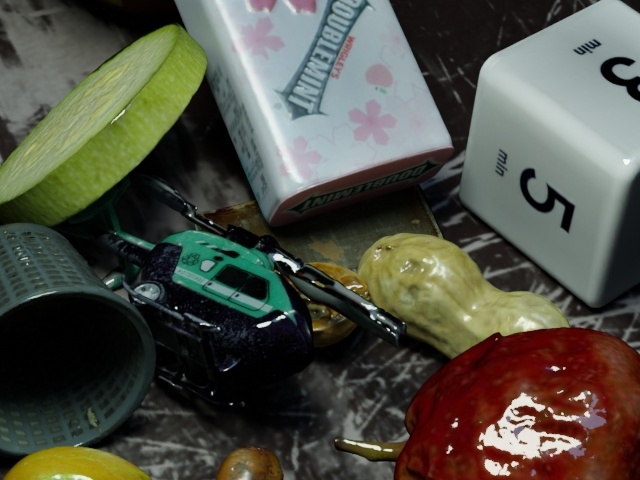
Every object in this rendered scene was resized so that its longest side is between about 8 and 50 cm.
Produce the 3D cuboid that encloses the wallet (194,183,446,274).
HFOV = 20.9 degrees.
[{"bbox_3d":[0.000,0.000,1.667,0.232,0.031,0.122,-12,51,-15],"label":"wallet"}]

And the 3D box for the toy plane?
[{"bbox_3d":[-0.114,0.034,1.535,0.382,0.106,0.155,23,50,37],"label":"toy plane"}]

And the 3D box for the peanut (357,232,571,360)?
[{"bbox_3d":[0.131,0.064,1.563,0.229,0.103,0.098,29,92,25],"label":"peanut"}]

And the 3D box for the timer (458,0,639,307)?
[{"bbox_3d":[0.273,-0.087,1.668,0.192,0.194,0.195,-28,54,-30],"label":"timer"}]

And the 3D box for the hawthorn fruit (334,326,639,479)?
[{"bbox_3d":[0.143,0.185,1.386,0.266,0.210,0.230,0,57,13],"label":"hawthorn fruit"}]

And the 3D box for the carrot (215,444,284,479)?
[{"bbox_3d":[-0.071,0.239,1.404,0.055,0.055,0.161,13,52,6],"label":"carrot"}]

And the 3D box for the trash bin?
[{"bbox_3d":[-0.247,0.075,1.483,0.175,0.175,0.161,-13,35,-19],"label":"trash bin"}]

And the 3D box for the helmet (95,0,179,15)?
[{"bbox_3d":[-0.200,-0.387,1.878,0.385,0.230,0.337,33,66,3],"label":"helmet"}]

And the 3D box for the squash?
[{"bbox_3d":[-0.210,-0.106,1.629,0.049,0.252,0.252,47,43,-19],"label":"squash"}]

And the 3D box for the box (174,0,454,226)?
[{"bbox_3d":[-0.028,-0.213,1.675,0.190,0.112,0.369,-18,76,-22],"label":"box"}]

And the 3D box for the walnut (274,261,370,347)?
[{"bbox_3d":[-0.013,0.067,1.577,0.121,0.052,0.091,-5,42,5],"label":"walnut"}]

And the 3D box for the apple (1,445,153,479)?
[{"bbox_3d":[-0.192,0.238,1.322,0.147,0.146,0.163,31,68,13],"label":"apple"}]
